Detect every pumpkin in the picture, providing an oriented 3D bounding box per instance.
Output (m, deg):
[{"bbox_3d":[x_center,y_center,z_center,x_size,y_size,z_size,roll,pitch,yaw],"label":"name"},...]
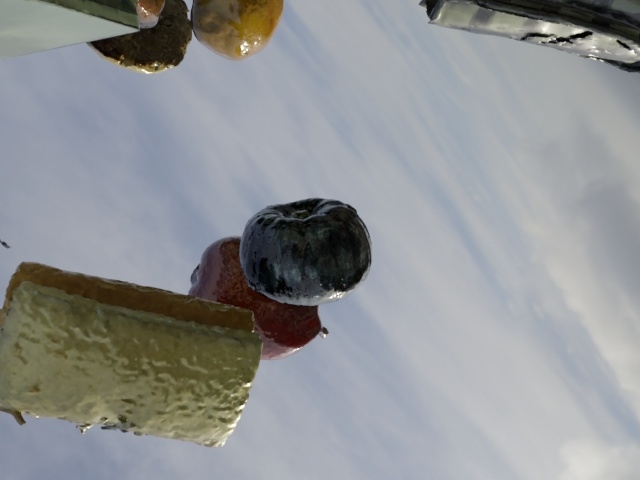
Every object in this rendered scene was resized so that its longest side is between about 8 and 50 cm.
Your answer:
[{"bbox_3d":[-0.025,0.018,1.208,0.233,0.233,0.163,-51,-43,-66],"label":"pumpkin"}]

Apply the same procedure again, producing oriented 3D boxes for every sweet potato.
[{"bbox_3d":[-0.286,-0.378,1.162,0.060,0.068,0.206,61,171,-17],"label":"sweet potato"}]

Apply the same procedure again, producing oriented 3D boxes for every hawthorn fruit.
[{"bbox_3d":[-0.150,0.129,1.538,0.311,0.295,0.295,30,-169,32],"label":"hawthorn fruit"}]

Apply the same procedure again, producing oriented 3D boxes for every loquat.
[{"bbox_3d":[-0.157,-0.437,1.324,0.176,0.234,0.187,20,-120,2],"label":"loquat"}]

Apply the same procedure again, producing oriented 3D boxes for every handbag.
[{"bbox_3d":[0.317,-0.396,0.868,0.327,0.325,0.162,10,-171,-8],"label":"handbag"}]

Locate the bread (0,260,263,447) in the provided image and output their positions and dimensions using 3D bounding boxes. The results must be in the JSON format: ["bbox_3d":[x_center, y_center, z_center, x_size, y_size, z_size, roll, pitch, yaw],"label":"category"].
[{"bbox_3d":[-0.298,0.186,1.076,0.376,0.236,0.165,16,-160,-20],"label":"bread"}]

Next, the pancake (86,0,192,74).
[{"bbox_3d":[-0.433,-0.539,1.607,0.356,0.065,0.356,18,-118,-39],"label":"pancake"}]

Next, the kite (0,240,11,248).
[{"bbox_3d":[-0.674,-0.015,1.359,0.229,0.016,0.127,19,-166,42],"label":"kite"}]

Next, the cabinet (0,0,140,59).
[{"bbox_3d":[-0.230,-0.238,0.464,0.145,0.150,0.206,-27,-70,-72],"label":"cabinet"}]
